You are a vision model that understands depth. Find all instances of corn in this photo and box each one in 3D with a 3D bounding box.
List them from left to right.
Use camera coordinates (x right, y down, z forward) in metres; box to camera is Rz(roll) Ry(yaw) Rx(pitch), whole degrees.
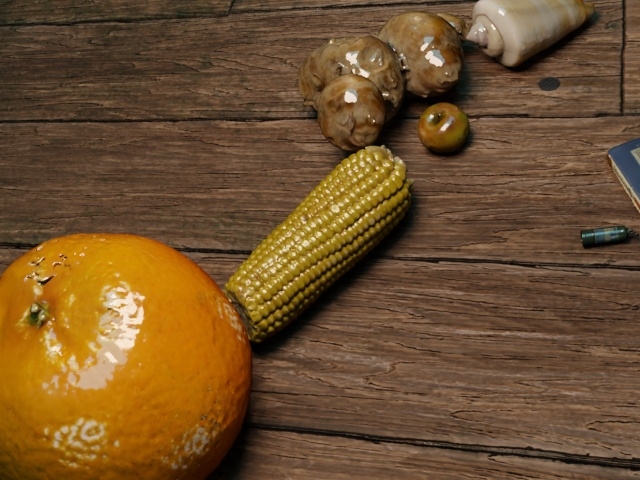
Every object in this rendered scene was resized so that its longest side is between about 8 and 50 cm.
[{"bbox_3d":[0.000,0.000,1.374,0.387,0.144,0.144,-44,55,-17],"label":"corn"}]

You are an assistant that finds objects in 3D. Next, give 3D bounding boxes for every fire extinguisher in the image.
[{"bbox_3d":[0.442,-0.010,1.329,0.083,0.025,0.038,-7,31,11],"label":"fire extinguisher"}]

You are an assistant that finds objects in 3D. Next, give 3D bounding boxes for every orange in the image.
[{"bbox_3d":[-0.306,0.180,1.214,0.424,0.326,0.424,-8,52,10],"label":"orange"}]

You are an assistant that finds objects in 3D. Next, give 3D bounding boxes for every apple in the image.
[{"bbox_3d":[0.211,-0.192,1.494,0.089,0.074,0.089,-9,54,12],"label":"apple"}]

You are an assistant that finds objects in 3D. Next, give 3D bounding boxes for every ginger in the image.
[{"bbox_3d":[0.124,-0.297,1.535,0.375,0.176,0.256,-32,35,-21],"label":"ginger"}]

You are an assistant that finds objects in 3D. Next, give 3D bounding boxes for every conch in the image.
[{"bbox_3d":[0.377,-0.382,1.576,0.255,0.127,0.158,-5,23,-15],"label":"conch"}]

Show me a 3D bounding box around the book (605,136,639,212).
[{"bbox_3d":[0.653,-0.030,1.273,0.300,0.039,0.428,-19,52,2],"label":"book"}]
